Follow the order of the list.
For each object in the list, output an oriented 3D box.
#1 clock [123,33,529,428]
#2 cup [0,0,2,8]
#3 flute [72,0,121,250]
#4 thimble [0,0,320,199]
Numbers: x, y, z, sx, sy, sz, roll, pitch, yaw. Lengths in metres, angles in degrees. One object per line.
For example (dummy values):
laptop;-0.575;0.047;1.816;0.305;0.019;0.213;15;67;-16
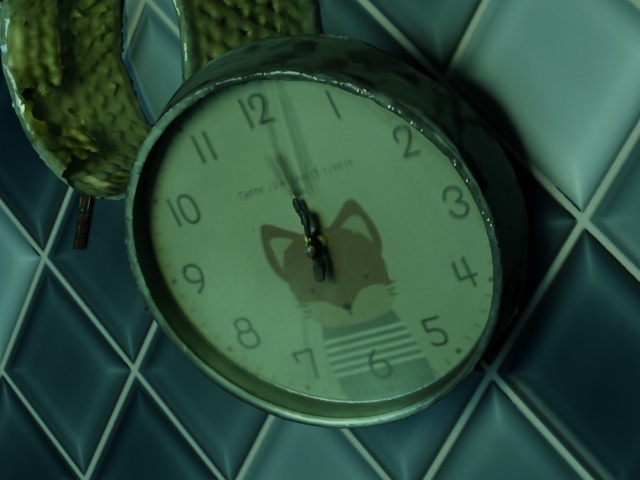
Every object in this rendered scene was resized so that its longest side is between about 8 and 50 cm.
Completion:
clock;0.000;0.000;1.510;0.325;0.067;0.325;9;120;16
cup;-0.295;-0.339;1.791;0.202;0.167;0.221;29;87;42
flute;-0.215;-0.110;1.855;0.014;0.014;0.269;33;123;37
thimble;-0.140;-0.168;1.658;0.271;0.150;0.271;15;111;44
